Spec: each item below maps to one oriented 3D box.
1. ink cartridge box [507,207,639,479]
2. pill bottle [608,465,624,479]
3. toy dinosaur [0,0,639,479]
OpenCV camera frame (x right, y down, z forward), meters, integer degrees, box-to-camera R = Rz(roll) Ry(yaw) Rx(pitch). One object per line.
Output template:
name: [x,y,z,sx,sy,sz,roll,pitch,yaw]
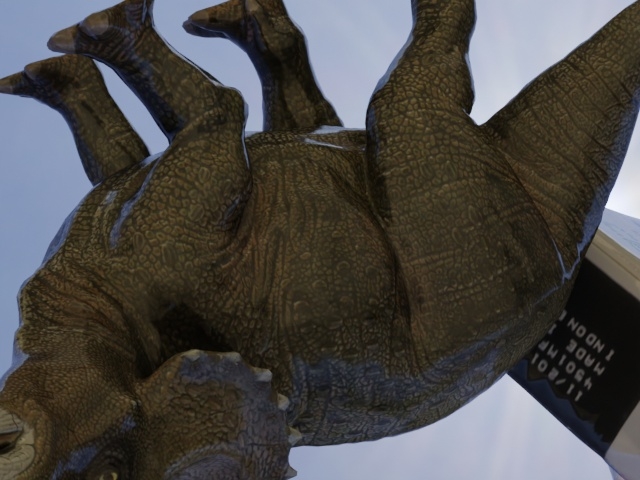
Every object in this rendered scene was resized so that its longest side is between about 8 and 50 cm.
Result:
ink cartridge box: [0.213,0.073,0.705,0.176,0.069,0.371,42,-161,34]
pill bottle: [0.289,0.129,1.415,0.153,0.153,0.264,14,-163,-4]
toy dinosaur: [0.000,0.000,0.536,0.313,0.121,0.160,-20,-89,-36]
